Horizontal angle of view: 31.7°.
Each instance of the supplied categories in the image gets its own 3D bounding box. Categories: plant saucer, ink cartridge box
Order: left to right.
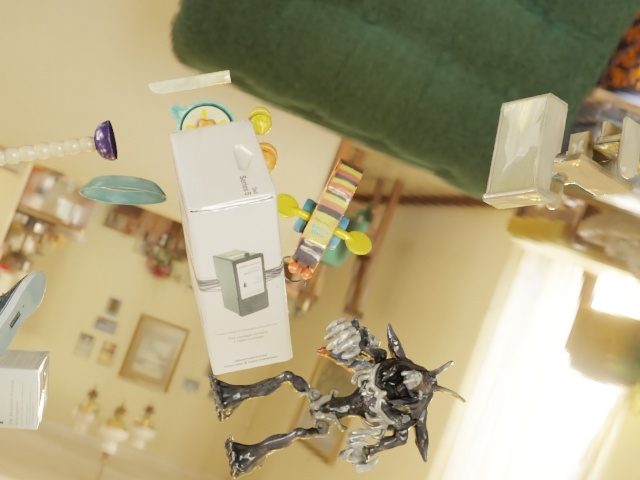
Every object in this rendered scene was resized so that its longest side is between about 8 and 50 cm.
[{"bbox_3d":[-0.267,-0.070,1.534,0.119,0.021,0.119,2,171,0],"label":"plant saucer"},{"bbox_3d":[-0.119,0.007,1.495,0.115,0.273,0.198,-11,-143,-9],"label":"ink cartridge box"}]

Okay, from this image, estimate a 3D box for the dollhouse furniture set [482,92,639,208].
[{"bbox_3d":[0.383,-0.101,1.756,0.242,0.161,0.212,24,161,-35],"label":"dollhouse furniture set"}]

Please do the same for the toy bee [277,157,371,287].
[{"bbox_3d":[0.000,0.000,2.148,0.195,0.298,0.162,8,-150,7],"label":"toy bee"}]

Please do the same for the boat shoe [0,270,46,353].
[{"bbox_3d":[-0.555,0.117,1.964,0.083,0.183,0.065,10,136,19],"label":"boat shoe"}]

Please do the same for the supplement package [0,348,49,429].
[{"bbox_3d":[-0.711,0.311,2.394,0.244,0.139,0.134,3,-168,-4],"label":"supplement package"}]

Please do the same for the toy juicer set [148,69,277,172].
[{"bbox_3d":[-0.220,-0.264,2.513,0.329,0.209,0.089,60,178,4],"label":"toy juicer set"}]

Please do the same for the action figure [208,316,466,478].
[{"bbox_3d":[0.026,0.175,1.218,0.276,0.164,0.141,-13,165,-7],"label":"action figure"}]

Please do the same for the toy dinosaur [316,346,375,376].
[{"bbox_3d":[0.034,0.152,1.408,0.082,0.090,0.047,-3,-165,-18],"label":"toy dinosaur"}]

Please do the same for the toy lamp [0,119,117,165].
[{"bbox_3d":[-0.484,-0.149,1.888,0.275,0.080,0.080,-11,177,-3],"label":"toy lamp"}]
